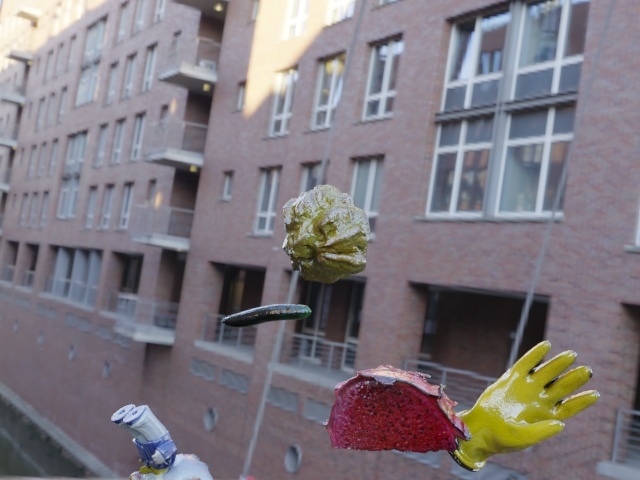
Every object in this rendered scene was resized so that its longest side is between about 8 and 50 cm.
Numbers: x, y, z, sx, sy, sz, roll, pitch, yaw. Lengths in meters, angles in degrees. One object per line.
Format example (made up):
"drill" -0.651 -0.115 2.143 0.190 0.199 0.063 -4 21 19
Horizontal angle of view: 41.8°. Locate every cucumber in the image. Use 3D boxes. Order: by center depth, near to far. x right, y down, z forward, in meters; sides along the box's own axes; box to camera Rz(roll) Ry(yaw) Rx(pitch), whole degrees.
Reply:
"cucumber" -0.098 0.136 1.530 0.184 0.036 0.033 -10 -31 29

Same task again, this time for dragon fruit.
"dragon fruit" 0.138 0.275 1.474 0.274 0.161 0.126 -7 23 30

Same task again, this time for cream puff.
"cream puff" 0.010 -0.008 2.002 0.196 0.244 0.244 -2 -1 -14

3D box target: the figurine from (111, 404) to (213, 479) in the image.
"figurine" -0.310 0.438 1.638 0.194 0.274 0.133 -38 5 44

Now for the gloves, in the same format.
"gloves" 0.356 0.290 1.489 0.294 0.133 0.116 -41 -8 29
